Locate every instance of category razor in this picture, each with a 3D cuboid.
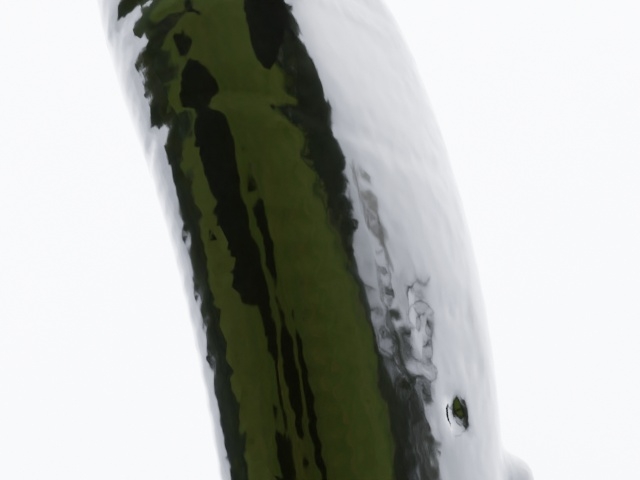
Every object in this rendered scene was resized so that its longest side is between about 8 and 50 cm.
[{"bbox_3d":[0.001,-0.001,0.734,0.113,0.204,0.349,-27,-111,29],"label":"razor"}]
